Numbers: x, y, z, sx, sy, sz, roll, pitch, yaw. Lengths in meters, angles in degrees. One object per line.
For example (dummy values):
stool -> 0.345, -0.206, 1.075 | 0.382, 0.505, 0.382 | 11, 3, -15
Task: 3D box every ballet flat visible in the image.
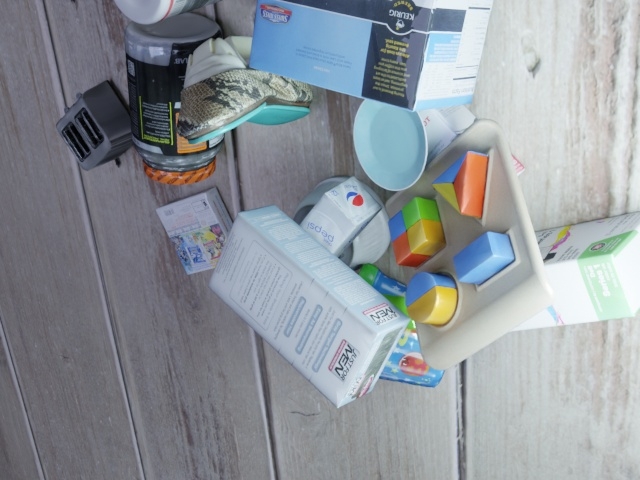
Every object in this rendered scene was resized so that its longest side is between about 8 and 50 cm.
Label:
ballet flat -> -0.153, -0.290, 1.764 | 0.164, 0.483, 0.182 | -17, 96, 23

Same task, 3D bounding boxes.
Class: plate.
plate -> 0.133, -0.185, 1.755 | 0.188, 0.024, 0.188 | 19, 116, 44

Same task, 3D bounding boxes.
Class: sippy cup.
sippy cup -> 0.158, 0.190, 1.940 | 0.224, 0.305, 0.240 | 18, 106, 5

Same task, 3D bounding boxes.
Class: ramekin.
ramekin -> 0.035, -0.024, 2.003 | 0.207, 0.109, 0.207 | 20, 125, 30

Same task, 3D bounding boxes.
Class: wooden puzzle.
wooden puzzle -> 0.230, 0.010, 1.646 | 0.322, 0.080, 0.348 | -43, 53, 45

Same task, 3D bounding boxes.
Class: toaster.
toaster -> -0.546, -0.274, 2.346 | 0.168, 0.110, 0.186 | -30, 94, 46

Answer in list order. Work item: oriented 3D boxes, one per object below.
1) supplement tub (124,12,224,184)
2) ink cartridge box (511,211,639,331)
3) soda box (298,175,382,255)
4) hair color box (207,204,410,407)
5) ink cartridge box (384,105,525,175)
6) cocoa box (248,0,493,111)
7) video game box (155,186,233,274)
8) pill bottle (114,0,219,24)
supplement tub -> -0.311, -0.305, 2.061 | 0.207, 0.207, 0.338 | 23, 127, 29
ink cartridge box -> 0.435, 0.055, 1.645 | 0.278, 0.201, 0.117 | -13, 104, 44
soda box -> 0.000, 0.000, 1.899 | 0.091, 0.098, 0.286 | 48, 135, 7
hair color box -> -0.030, 0.117, 1.803 | 0.374, 0.113, 0.185 | 40, 122, 25
ink cartridge box -> 0.244, -0.150, 1.765 | 0.218, 0.092, 0.158 | 46, 135, 8
cocoa box -> 0.087, -0.373, 1.637 | 0.347, 0.231, 0.228 | 20, 111, 29
video game box -> -0.292, -0.021, 2.325 | 0.205, 0.048, 0.187 | -13, 103, 44
pill bottle -> -0.257, -0.527, 1.829 | 0.161, 0.283, 0.161 | 20, 126, 31
